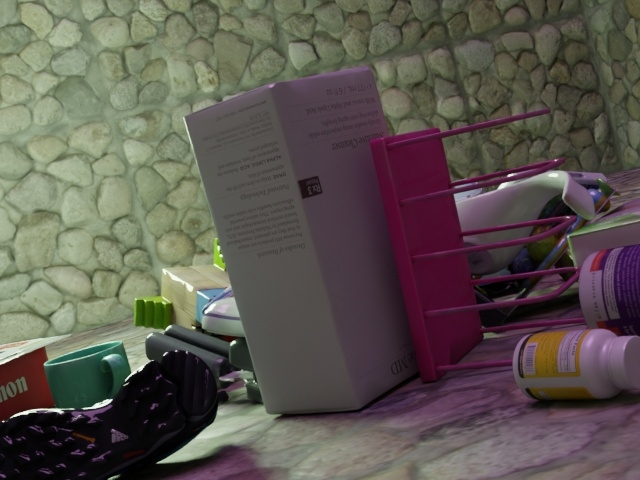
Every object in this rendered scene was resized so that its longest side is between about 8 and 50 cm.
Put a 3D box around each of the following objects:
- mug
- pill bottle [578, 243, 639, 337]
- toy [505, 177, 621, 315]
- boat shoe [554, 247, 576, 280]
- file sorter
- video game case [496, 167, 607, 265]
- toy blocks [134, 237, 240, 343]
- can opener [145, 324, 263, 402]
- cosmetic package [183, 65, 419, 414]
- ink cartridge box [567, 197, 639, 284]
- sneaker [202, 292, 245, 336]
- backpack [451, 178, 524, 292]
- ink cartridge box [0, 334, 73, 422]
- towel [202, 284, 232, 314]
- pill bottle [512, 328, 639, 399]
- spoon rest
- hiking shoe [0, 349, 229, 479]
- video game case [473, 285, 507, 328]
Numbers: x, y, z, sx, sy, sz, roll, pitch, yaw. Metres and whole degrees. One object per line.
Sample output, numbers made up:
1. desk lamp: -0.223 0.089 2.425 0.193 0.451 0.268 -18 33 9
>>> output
1. mug: -0.364 0.226 1.515 0.129 0.097 0.158 -15 4 -9
2. pill bottle: 0.380 0.050 0.996 0.193 0.108 0.108 -13 4 43
3. toy: 0.337 0.002 1.399 0.237 0.056 0.137 -48 -8 12
4. boat shoe: 0.427 0.038 1.542 0.049 0.056 0.152 -11 12 -14
5. file sorter: 0.208 -0.004 1.158 0.182 0.291 0.202 -10 5 28
6. video game case: 0.307 -0.031 1.438 0.183 0.023 0.201 0 -41 -32
7. toy blocks: -0.082 0.114 1.589 0.381 0.191 0.261 -3 14 -31
8. can opener: -0.133 0.152 1.332 0.283 0.095 0.076 13 23 38
9. cosmetic package: 0.000 0.000 1.179 0.156 0.385 0.217 -14 6 39
10. ink cartridge box: 0.498 -0.006 1.310 0.207 0.119 0.353 -14 3 34
11. sneaker: -0.052 0.042 1.307 0.102 0.161 0.282 3 8 41
12. backpack: 0.210 0.015 1.701 0.263 0.213 0.276 -25 5 5
13. ink cartridge box: -0.585 0.265 1.582 0.272 0.130 0.309 -12 4 20
14. towel: -0.023 0.095 1.446 0.209 0.034 0.285 29 32 16
15. pill bottle: 0.242 0.115 0.885 0.065 0.065 0.116 -18 5 -41
16. spoon rest: 0.262 -0.025 1.332 0.276 0.137 0.084 -28 31 48
17. hiking shoe: -0.246 0.233 1.058 0.304 0.113 0.132 -21 -27 -5
18. video game case: 0.141 0.028 1.420 0.035 0.275 0.248 -55 0 5
